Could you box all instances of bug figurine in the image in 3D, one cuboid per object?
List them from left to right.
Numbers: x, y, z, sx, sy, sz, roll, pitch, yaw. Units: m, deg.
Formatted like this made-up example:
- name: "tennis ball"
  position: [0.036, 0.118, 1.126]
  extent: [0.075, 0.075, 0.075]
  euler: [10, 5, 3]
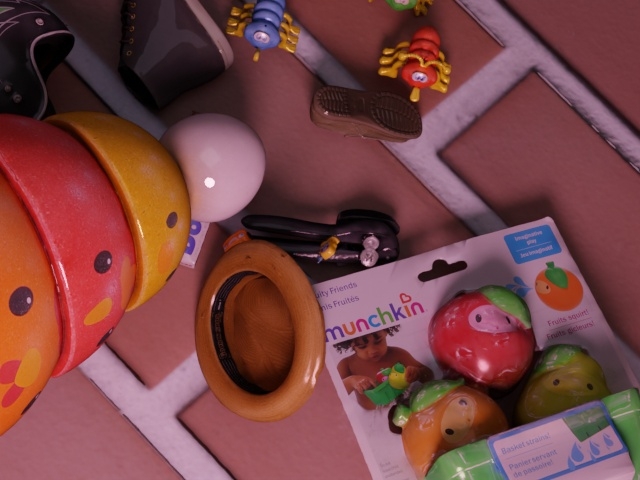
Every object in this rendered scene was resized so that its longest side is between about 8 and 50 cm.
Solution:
- name: "bug figurine"
  position: [0.035, -0.278, 1.443]
  extent: [0.279, 0.072, 0.216]
  euler: [12, 59, -7]

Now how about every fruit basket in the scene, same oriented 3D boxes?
- name: "fruit basket"
  position: [0.187, 0.154, 1.278]
  extent: [0.327, 0.165, 0.353]
  euler: [-15, 70, -17]

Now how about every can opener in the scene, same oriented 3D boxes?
- name: "can opener"
  position: [0.000, 0.000, 1.360]
  extent: [0.186, 0.073, 0.059]
  euler: [0, 109, -9]

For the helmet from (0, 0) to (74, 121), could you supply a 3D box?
- name: "helmet"
  position: [-0.347, -0.181, 1.288]
  extent: [0.169, 0.169, 0.161]
  euler: [-2, 83, -13]

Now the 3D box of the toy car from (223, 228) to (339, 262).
- name: "toy car"
  position: [-0.045, 0.009, 1.315]
  extent: [0.122, 0.040, 0.060]
  euler: [-19, 113, 14]

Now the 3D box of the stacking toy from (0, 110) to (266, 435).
- name: "stacking toy"
  position: [-0.248, -0.023, 1.189]
  extent: [0.480, 0.350, 0.350]
  euler: [-28, 78, -32]

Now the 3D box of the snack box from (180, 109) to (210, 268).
- name: "snack box"
  position: [-0.144, -0.059, 1.360]
  extent: [0.064, 0.022, 0.178]
  euler: [19, 67, -4]

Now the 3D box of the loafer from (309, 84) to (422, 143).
- name: "loafer"
  position: [0.051, -0.148, 1.424]
  extent: [0.148, 0.050, 0.056]
  euler: [14, 69, -24]

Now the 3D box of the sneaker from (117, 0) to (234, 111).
- name: "sneaker"
  position: [-0.211, -0.260, 1.389]
  extent: [0.118, 0.083, 0.222]
  euler: [-38, 82, -22]

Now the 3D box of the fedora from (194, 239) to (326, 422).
- name: "fedora"
  position: [-0.049, 0.095, 1.271]
  extent: [0.079, 0.194, 0.194]
  euler: [4, 64, -48]
